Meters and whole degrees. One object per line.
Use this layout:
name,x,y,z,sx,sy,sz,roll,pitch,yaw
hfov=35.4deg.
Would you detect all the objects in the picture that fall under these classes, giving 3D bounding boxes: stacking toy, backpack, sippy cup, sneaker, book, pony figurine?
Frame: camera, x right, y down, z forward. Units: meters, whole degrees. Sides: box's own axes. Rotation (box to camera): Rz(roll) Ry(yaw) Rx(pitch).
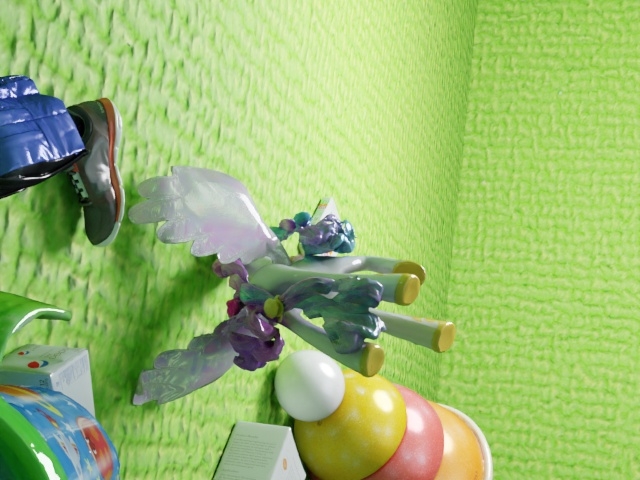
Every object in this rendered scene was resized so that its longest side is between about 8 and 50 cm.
stacking toy,0.070,0.338,1.786,0.480,0.351,0.350,53,41,-38
backpack,-0.282,-0.083,0.854,0.101,0.098,0.120,60,25,-7
sippy cup,-0.267,0.209,0.781,0.240,0.305,0.224,50,5,6
sneaker,-0.247,-0.070,1.047,0.065,0.061,0.158,-8,102,-44
book,0.000,0.000,1.827,0.144,0.035,0.096,-64,147,-47
pony figurine,-0.053,0.067,1.278,0.351,0.363,0.302,-8,109,-55

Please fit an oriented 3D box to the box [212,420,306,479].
box,-0.098,0.379,1.496,0.170,0.091,0.130,-68,154,-43

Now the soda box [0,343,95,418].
soda box,-0.266,0.214,0.985,0.069,0.074,0.216,-39,130,-66
